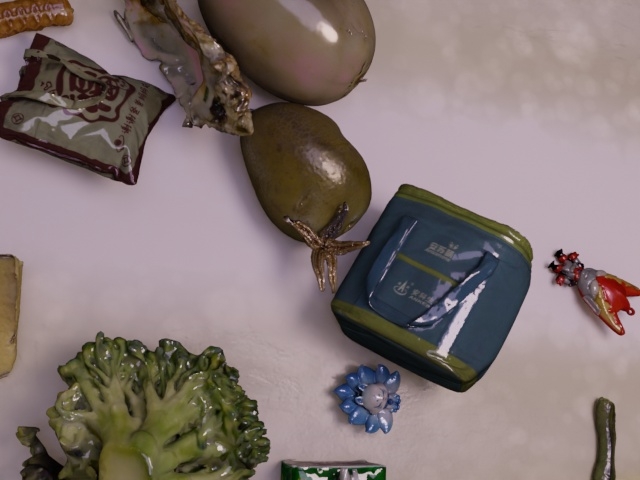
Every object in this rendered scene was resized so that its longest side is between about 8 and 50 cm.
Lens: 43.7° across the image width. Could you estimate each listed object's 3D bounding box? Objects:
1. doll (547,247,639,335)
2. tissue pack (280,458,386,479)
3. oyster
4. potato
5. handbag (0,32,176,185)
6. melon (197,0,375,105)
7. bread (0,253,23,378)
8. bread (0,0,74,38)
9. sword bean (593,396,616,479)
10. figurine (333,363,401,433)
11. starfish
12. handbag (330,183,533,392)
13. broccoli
[{"bbox_3d":[0.479,0.081,1.403,0.169,0.057,0.109,33,58,9],"label":"doll"},{"bbox_3d":[0.022,0.438,1.186,0.147,0.156,0.209,5,79,-15],"label":"tissue pack"},{"bbox_3d":[-0.195,-0.290,1.228,0.107,0.201,0.355,-22,71,-30],"label":"oyster"},{"bbox_3d":[-0.032,-0.116,1.263,0.174,0.159,0.251,-37,86,-7],"label":"potato"},{"bbox_3d":[-0.357,-0.200,1.216,0.234,0.127,0.213,23,52,-13],"label":"handbag"},{"bbox_3d":[-0.051,-0.350,1.266,0.317,0.223,0.223,39,75,-2],"label":"melon"},{"bbox_3d":[-0.542,0.114,1.119,0.239,0.135,0.178,-1,81,-15],"label":"bread"},{"bbox_3d":[-0.470,-0.354,1.262,0.157,0.044,0.052,-14,90,-14],"label":"bread"},{"bbox_3d":[0.481,0.403,1.358,0.043,0.038,0.270,14,77,-36],"label":"sword bean"},{"bbox_3d":[0.072,0.247,1.267,0.114,0.079,0.114,1,87,-12],"label":"figurine"},{"bbox_3d":[0.001,-0.001,1.206,0.130,0.041,0.133,33,83,7],"label":"starfish"},{"bbox_3d":[0.173,0.077,1.233,0.263,0.222,0.241,23,76,21],"label":"handbag"},{"bbox_3d":[-0.250,0.300,1.121,0.323,0.272,0.335,9,84,29],"label":"broccoli"}]
